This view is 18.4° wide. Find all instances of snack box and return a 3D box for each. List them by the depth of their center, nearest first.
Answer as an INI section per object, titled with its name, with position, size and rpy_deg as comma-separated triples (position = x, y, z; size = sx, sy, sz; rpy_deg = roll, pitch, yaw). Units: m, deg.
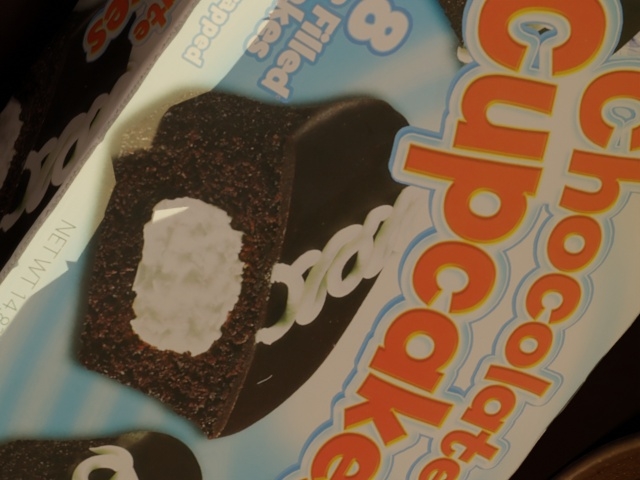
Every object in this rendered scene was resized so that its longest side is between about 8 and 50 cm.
[snack box]
position = 0.000, 0.000, 0.562
size = 0.187, 0.060, 0.322
rpy_deg = 28, 104, -35

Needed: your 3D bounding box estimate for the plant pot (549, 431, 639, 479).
[plant pot]
position = 0.166, 0.173, 0.745
size = 0.167, 0.167, 0.165
rpy_deg = -41, 138, 17
